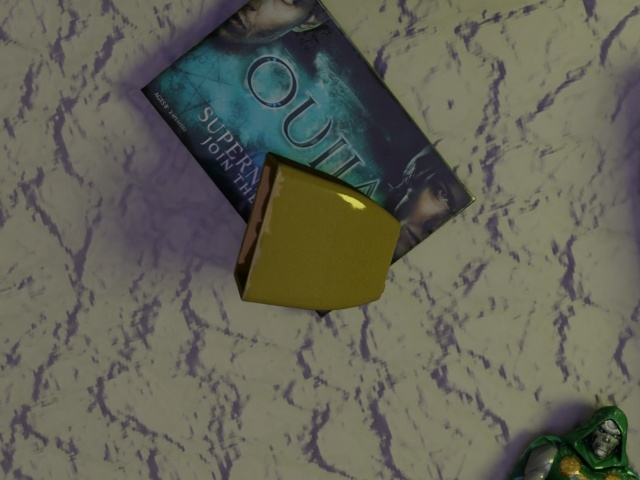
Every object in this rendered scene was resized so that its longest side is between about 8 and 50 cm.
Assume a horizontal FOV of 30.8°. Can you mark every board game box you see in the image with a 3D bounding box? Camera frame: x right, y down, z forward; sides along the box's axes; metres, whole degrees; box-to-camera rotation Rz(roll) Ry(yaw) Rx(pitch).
[{"bbox_3d":[-0.007,-0.061,0.736,0.126,0.026,0.186,-38,94,7],"label":"board game box"}]

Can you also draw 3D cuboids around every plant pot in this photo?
[{"bbox_3d":[0.000,0.000,0.692,0.083,0.081,0.081,15,97,-10],"label":"plant pot"}]

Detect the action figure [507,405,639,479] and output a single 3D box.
[{"bbox_3d":[0.146,0.213,0.748,0.137,0.063,0.232,20,94,3],"label":"action figure"}]
